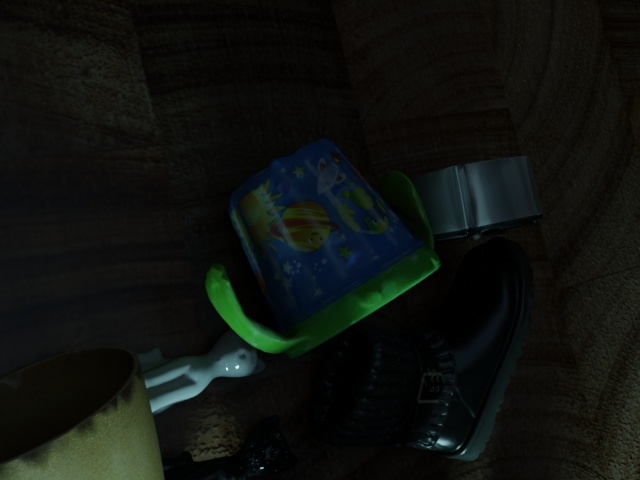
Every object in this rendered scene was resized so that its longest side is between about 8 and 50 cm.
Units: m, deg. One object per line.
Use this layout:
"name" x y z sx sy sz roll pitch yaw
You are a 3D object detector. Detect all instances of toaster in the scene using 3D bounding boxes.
"toaster" 0.224 -0.056 1.194 0.168 0.185 0.110 -11 90 -33

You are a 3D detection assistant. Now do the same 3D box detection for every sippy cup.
"sippy cup" 0.000 0.000 1.032 0.224 0.240 0.305 57 18 4

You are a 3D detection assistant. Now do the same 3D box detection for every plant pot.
"plant pot" -0.254 0.275 0.818 0.237 0.237 0.254 -31 111 -33

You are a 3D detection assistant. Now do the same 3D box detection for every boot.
"boot" 0.147 0.135 1.106 0.260 0.131 0.348 19 82 -27

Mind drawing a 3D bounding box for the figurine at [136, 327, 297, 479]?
"figurine" -0.135 0.217 0.976 0.209 0.092 0.215 -15 87 -41
